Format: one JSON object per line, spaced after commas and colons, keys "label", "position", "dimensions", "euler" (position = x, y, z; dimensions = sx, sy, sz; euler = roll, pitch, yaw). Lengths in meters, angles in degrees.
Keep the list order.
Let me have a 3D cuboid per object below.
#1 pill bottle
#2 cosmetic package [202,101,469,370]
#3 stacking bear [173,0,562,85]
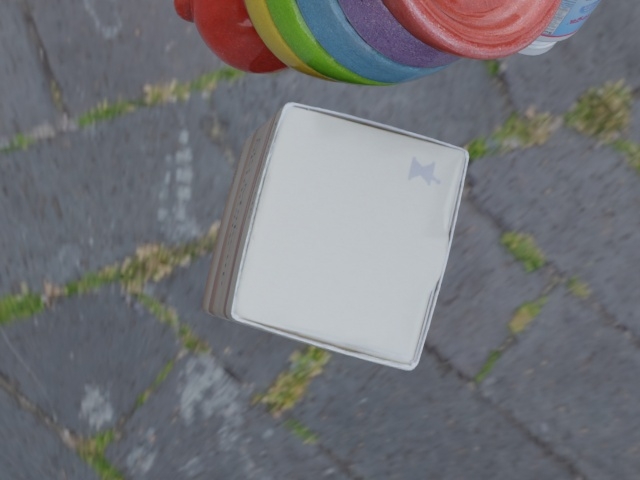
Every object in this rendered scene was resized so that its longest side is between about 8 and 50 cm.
{"label": "pill bottle", "position": [0.216, -0.237, 1.606], "dimensions": [0.087, 0.160, 0.087], "euler": [6, 65, -13]}
{"label": "cosmetic package", "position": [0.000, 0.000, 1.241], "dimensions": [0.129, 0.296, 0.153], "euler": [16, 85, -7]}
{"label": "stacking bear", "position": [0.015, -0.181, 1.167], "dimensions": [0.175, 0.289, 0.164], "euler": [-4, 89, -35]}
